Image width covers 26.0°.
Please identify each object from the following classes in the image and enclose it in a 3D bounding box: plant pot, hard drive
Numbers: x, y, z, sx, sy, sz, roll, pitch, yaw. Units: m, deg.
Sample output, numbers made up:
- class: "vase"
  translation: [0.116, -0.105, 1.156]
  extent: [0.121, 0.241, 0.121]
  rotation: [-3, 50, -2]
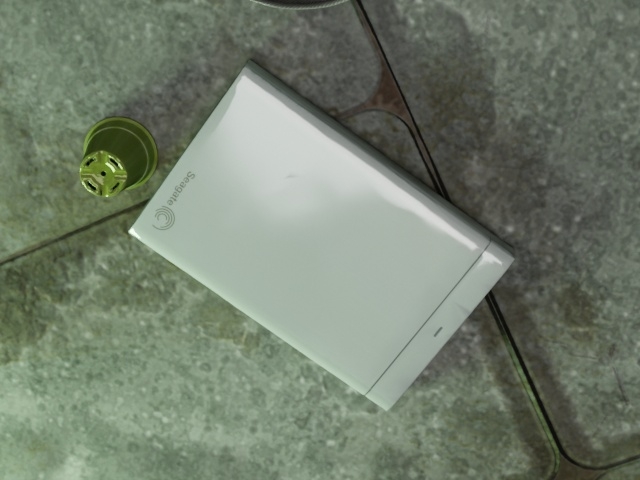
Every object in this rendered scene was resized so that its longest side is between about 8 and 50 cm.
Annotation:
- class: "plant pot"
  translation: [-0.223, -0.082, 1.485]
  extent: [0.083, 0.079, 0.083]
  rotation: [2, 111, 6]
- class: "hard drive"
  translation: [0.000, 0.000, 1.507]
  extent: [0.353, 0.047, 0.233]
  rotation: [35, 110, -6]

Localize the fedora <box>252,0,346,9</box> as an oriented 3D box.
- class: "fedora"
  translation: [-0.046, -0.327, 1.308]
  extent: [0.275, 0.124, 0.243]
  rotation: [3, 114, 27]
